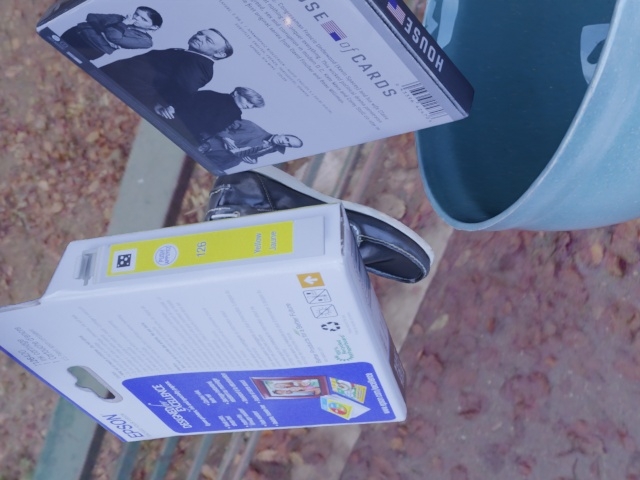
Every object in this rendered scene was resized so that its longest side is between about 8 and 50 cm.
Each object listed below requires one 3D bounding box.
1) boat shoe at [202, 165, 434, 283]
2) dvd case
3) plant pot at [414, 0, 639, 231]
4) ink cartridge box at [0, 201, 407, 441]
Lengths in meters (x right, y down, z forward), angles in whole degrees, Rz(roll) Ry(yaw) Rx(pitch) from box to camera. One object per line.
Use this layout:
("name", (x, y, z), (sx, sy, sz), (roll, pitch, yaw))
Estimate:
("boat shoe", (0.000, 0.000, 0.807), (0.233, 0.079, 0.084), (21, 149, -13))
("dvd case", (-0.048, -0.116, 0.531), (0.238, 0.030, 0.179), (-8, 143, 42))
("plant pot", (0.207, -0.140, 0.559), (0.196, 0.293, 0.293), (7, 110, -14))
("ink cartridge box", (-0.096, 0.093, 0.743), (0.307, 0.072, 0.304), (-5, 147, 12))
